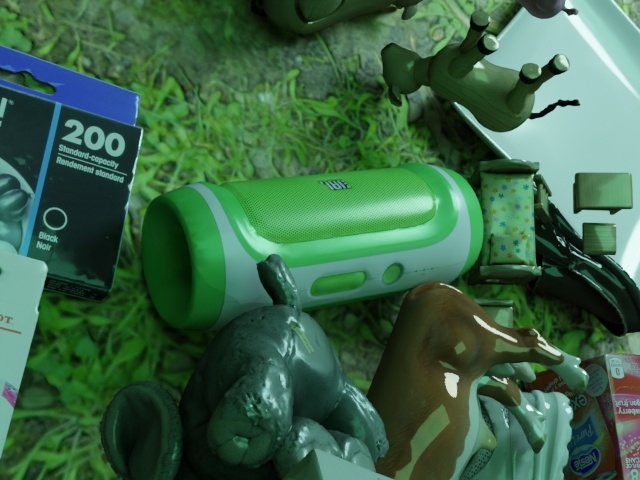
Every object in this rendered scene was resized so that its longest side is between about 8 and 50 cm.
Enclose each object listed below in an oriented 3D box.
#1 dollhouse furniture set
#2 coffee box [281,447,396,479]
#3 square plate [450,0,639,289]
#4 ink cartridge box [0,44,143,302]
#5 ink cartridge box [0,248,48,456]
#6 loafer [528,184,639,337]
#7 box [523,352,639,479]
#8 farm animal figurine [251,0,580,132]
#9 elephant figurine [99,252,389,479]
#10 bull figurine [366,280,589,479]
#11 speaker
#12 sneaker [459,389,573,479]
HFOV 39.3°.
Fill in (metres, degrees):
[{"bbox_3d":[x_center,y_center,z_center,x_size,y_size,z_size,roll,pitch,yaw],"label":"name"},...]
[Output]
[{"bbox_3d":[0.231,0.020,0.880,0.161,0.101,0.182,0,81,2],"label":"dollhouse furniture set"},{"bbox_3d":[0.069,0.271,0.585,0.297,0.168,0.119,29,24,-29],"label":"coffee box"},{"bbox_3d":[0.334,-0.138,1.091,0.344,0.049,0.347,46,56,-9],"label":"square plate"},{"bbox_3d":[-0.252,-0.073,0.724,0.206,0.045,0.208,16,63,-25],"label":"ink cartridge box"},{"bbox_3d":[-0.270,0.092,0.639,0.104,0.061,0.181,19,64,-24],"label":"ink cartridge box"},{"bbox_3d":[0.258,0.032,0.976,0.220,0.080,0.078,44,79,2],"label":"loafer"},{"bbox_3d":[0.351,0.195,0.931,0.257,0.122,0.128,7,69,-28],"label":"box"},{"bbox_3d":[0.079,-0.262,0.924,0.327,0.172,0.330,-3,73,-16],"label":"farm animal figurine"},{"bbox_3d":[-0.085,0.167,0.664,0.169,0.239,0.186,48,28,-10],"label":"elephant figurine"},{"bbox_3d":[0.089,0.186,0.747,0.188,0.101,0.310,25,74,2],"label":"bull figurine"},{"bbox_3d":[0.000,0.000,0.795,0.296,0.131,0.131,-8,76,-33],"label":"speaker"},{"bbox_3d":[0.151,0.268,0.822,0.115,0.105,0.281,12,65,7],"label":"sneaker"}]
